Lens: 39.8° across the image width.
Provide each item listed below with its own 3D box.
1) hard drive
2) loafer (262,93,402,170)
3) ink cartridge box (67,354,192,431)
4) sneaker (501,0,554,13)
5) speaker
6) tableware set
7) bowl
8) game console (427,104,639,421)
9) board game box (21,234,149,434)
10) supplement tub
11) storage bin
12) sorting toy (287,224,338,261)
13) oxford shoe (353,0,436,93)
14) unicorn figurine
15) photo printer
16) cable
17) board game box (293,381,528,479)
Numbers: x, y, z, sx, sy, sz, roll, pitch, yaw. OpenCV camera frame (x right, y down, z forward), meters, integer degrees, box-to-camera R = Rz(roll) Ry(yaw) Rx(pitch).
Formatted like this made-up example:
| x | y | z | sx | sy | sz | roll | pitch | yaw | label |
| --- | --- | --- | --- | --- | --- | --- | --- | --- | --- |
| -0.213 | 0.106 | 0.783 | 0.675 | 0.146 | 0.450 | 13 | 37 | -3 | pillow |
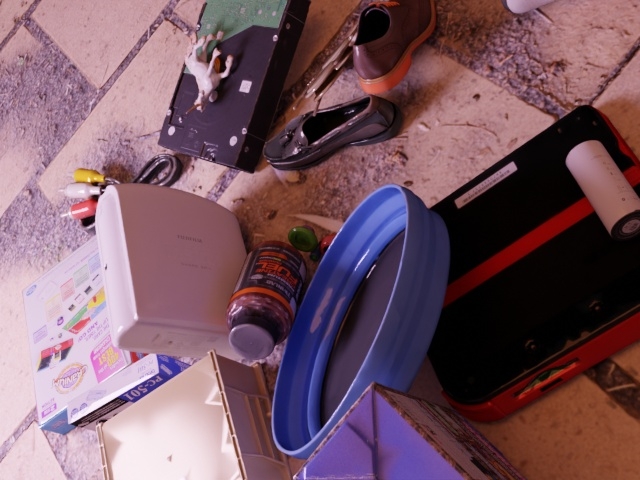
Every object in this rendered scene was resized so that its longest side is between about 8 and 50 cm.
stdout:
| x | y | z | sx | sy | sz | roll | pitch | yaw | label |
| --- | --- | --- | --- | --- | --- | --- | --- | --- | --- |
| -0.165 | -0.311 | 1.662 | 0.236 | 0.064 | 0.339 | 18 | 90 | 40 | hard drive |
| 0.004 | -0.194 | 1.503 | 0.267 | 0.084 | 0.096 | -15 | 62 | 30 | loafer |
| -0.323 | 0.264 | 1.510 | 0.207 | 0.097 | 0.046 | -31 | 54 | 20 | ink cartridge box |
| 0.407 | -0.407 | 1.313 | 0.270 | 0.090 | 0.145 | -35 | 50 | 14 | sneaker |
| 0.367 | -0.067 | 1.134 | 0.055 | 0.055 | 0.136 | -35 | 47 | 18 | speaker |
| 0.026 | -0.290 | 1.516 | 0.128 | 0.039 | 0.194 | -43 | 13 | 35 | tableware set |
| 0.051 | 0.114 | 1.199 | 0.391 | 0.077 | 0.391 | -59 | 15 | 26 | bowl |
| 0.290 | 0.030 | 1.218 | 0.386 | 0.060 | 0.342 | -35 | 47 | 17 | game console |
| -0.444 | 0.167 | 1.665 | 0.242 | 0.064 | 0.317 | -34 | 53 | 18 | board game box |
| -0.085 | 0.094 | 1.367 | 0.106 | 0.106 | 0.198 | -24 | 28 | 24 | supplement tub |
| -0.195 | 0.347 | 1.363 | 0.262 | 0.123 | 0.260 | -33 | 53 | 18 | storage bin |
| 0.000 | 0.000 | 1.432 | 0.102 | 0.061 | 0.042 | 22 | 47 | 6 | sorting toy |
| 0.122 | -0.363 | 1.458 | 0.096 | 0.098 | 0.271 | -5 | 45 | 30 | oxford shoe |
| -0.212 | -0.310 | 1.628 | 0.111 | 0.060 | 0.162 | -55 | 37 | 25 | unicorn figurine |
| -0.236 | 0.040 | 1.458 | 0.107 | 0.256 | 0.308 | -47 | 45 | 35 | photo printer |
| -0.407 | -0.096 | 1.763 | 0.287 | 0.072 | 0.140 | -11 | 68 | 31 | cable |
| 0.145 | 0.305 | 1.001 | 0.141 | 0.291 | 0.232 | -50 | 59 | 5 | board game box |
